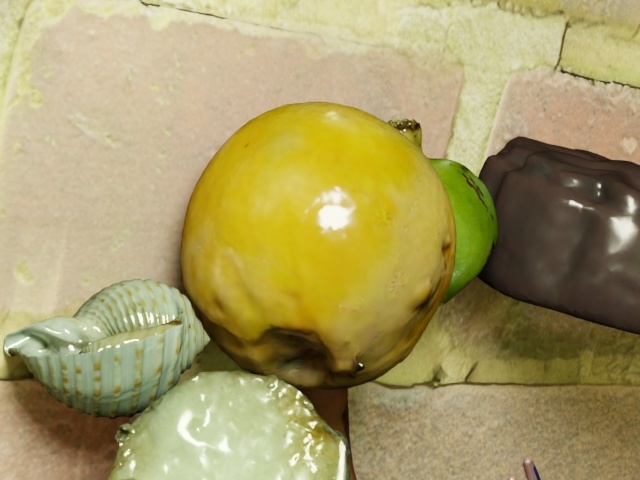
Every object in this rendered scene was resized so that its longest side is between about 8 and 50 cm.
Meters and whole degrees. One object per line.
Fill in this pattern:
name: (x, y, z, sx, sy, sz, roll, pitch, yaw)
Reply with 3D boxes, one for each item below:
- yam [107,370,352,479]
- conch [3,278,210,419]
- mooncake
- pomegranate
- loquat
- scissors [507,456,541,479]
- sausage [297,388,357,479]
yam: (-0.063, 0.250, 1.569, 0.195, 0.195, 0.300, -49, 157, -22)
conch: (-0.159, 0.092, 1.518, 0.153, 0.135, 0.102, -26, 101, -20)
mooncake: (0.282, -0.006, 1.825, 0.283, 0.283, 0.141, 3, 107, -46)
pomegranate: (0.100, -0.022, 1.734, 0.122, 0.143, 0.169, 6, 88, -10)
loquat: (0.000, 0.000, 1.591, 0.244, 0.244, 0.244, -17, 115, -41)
scissors: (0.229, 0.280, 2.057, 0.039, 0.012, 0.113, -47, 131, -24)
sausage: (0.006, 0.202, 1.764, 0.078, 0.078, 0.304, -31, 125, -35)
